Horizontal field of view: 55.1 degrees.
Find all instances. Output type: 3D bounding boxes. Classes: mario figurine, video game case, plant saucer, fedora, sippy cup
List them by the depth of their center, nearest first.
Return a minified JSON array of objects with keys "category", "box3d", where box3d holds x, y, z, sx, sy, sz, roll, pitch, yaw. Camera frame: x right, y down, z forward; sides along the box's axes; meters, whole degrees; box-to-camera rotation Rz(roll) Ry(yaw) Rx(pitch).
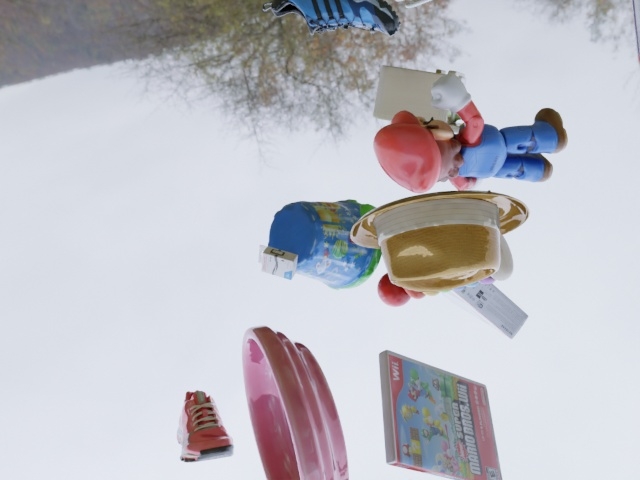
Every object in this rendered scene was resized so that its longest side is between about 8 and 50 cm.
[{"category":"fedora","box3d":[0.131,0.009,0.665,0.194,0.194,0.079,-7,-108,9]},{"category":"plant saucer","box3d":[-0.041,0.290,0.954,0.084,0.332,0.332,-12,-153,-18]},{"category":"mario figurine","box3d":[0.239,-0.175,1.041,0.320,0.198,0.170,-2,-170,-16]},{"category":"video game case","box3d":[0.225,0.334,1.140,0.025,0.285,0.204,-37,-139,40]},{"category":"sippy cup","box3d":[0.000,0.000,1.520,0.224,0.305,0.240,10,-153,-50]}]

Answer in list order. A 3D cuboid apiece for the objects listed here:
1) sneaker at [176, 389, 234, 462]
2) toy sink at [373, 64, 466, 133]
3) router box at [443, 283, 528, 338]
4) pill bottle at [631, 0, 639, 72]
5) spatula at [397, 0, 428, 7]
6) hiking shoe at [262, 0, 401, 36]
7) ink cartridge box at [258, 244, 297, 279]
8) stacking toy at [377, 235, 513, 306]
[{"category":"sneaker","box3d":[-0.288,0.433,1.459,0.116,0.136,0.314,-1,177,-24]},{"category":"toy sink","box3d":[0.262,-0.331,1.423,0.234,0.131,0.153,15,-163,19]},{"category":"router box","box3d":[0.372,0.109,1.717,0.082,0.335,0.301,-53,-155,-1]},{"category":"pill bottle","box3d":[0.413,-0.292,0.698,0.108,0.193,0.108,-7,-178,0]},{"category":"spatula","box3d":[0.217,-0.411,0.944,0.242,0.019,0.168,-21,-148,-5]},{"category":"hiking shoe","box3d":[0.031,-0.508,1.374,0.304,0.132,0.113,28,-175,13]},{"category":"ink cartridge box","box3d":[-0.091,0.044,1.235,0.083,0.048,0.028,15,-147,12]},{"category":"stacking toy","box3d":[0.274,0.079,1.438,0.330,0.141,0.141,-28,-164,35]}]
